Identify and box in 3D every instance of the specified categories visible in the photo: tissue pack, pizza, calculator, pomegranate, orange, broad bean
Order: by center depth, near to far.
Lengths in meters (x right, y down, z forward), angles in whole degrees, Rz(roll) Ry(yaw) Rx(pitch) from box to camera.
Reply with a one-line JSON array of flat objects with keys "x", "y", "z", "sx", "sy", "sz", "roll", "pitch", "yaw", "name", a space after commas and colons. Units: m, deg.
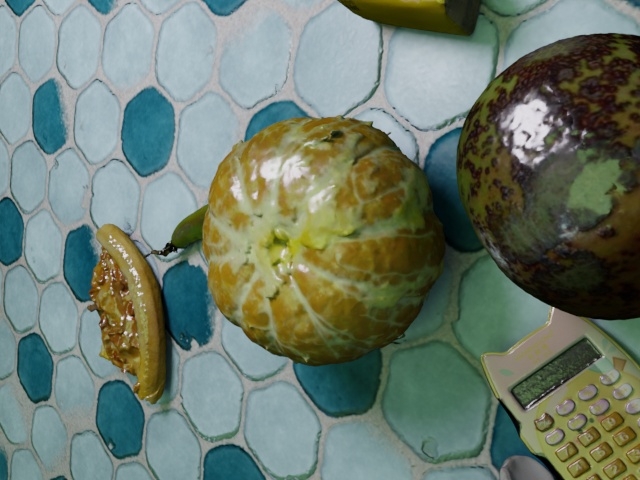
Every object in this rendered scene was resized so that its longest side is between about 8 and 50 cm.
[{"x": 0.307, "y": -0.083, "z": 0.522, "sx": 0.341, "sy": 0.285, "sz": 0.285, "roll": -31, "pitch": 76, "yaw": 20, "name": "pomegranate"}, {"x": 0.305, "y": 0.198, "z": 0.641, "sx": 0.157, "sy": 0.033, "sz": 0.236, "roll": -37, "pitch": 63, "yaw": 8, "name": "calculator"}, {"x": 0.111, "y": -0.322, "z": 0.716, "sx": 0.169, "sy": 0.120, "sz": 0.082, "roll": 22, "pitch": 103, "yaw": 30, "name": "tissue pack"}, {"x": 0.000, "y": 0.000, "z": 0.736, "sx": 0.329, "sy": 0.249, "sz": 0.329, "roll": 6, "pitch": 101, "yaw": 34, "name": "orange"}, {"x": -0.177, "y": -0.032, "z": 0.966, "sx": 0.325, "sy": 0.067, "sz": 0.075, "roll": -20, "pitch": 52, "yaw": 35, "name": "broad bean"}, {"x": -0.388, "y": 0.145, "z": 1.107, "sx": 0.182, "sy": 0.074, "sz": 0.365, "roll": -14, "pitch": 85, "yaw": 25, "name": "pizza"}]

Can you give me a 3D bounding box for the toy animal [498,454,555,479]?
[{"x": 0.249, "y": 0.423, "z": 0.626, "sx": 0.272, "sy": 0.206, "sz": 0.265, "roll": 27, "pitch": 104, "yaw": 27, "name": "toy animal"}]
